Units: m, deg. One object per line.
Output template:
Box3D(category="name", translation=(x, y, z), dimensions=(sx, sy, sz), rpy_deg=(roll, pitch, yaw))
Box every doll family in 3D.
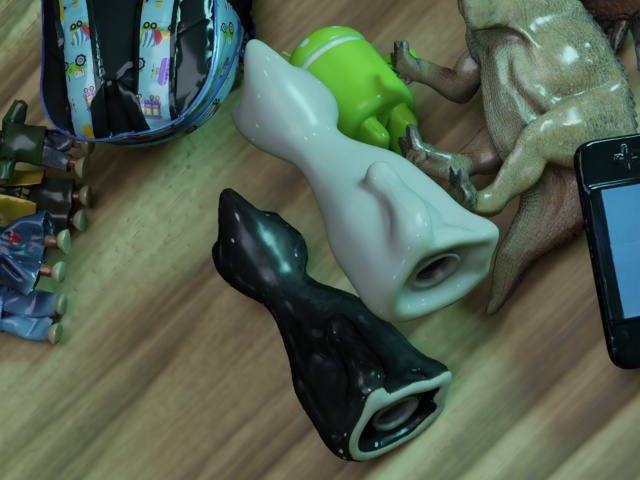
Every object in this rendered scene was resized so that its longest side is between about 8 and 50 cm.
Box3D(category="doll family", translation=(-0.237, -0.006, 1.089), dimensions=(0.111, 0.076, 0.193), rpy_deg=(9, 71, 3))

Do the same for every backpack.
Box3D(category="backpack", translation=(-0.125, -0.144, 1.069), dimensions=(0.158, 0.117, 0.173), rpy_deg=(-8, 70, 18))

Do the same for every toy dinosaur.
Box3D(category="toy dinosaur", translation=(0.161, -0.103, 0.956), dimensions=(0.200, 0.127, 0.295), rpy_deg=(-3, 87, -17))

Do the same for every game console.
Box3D(category="game console", translation=(0.234, -0.001, 0.879), dimensions=(0.124, 0.085, 0.144), rpy_deg=(-9, 88, -17))

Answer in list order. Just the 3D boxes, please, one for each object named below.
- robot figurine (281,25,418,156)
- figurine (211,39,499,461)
Box3D(category="robot figurine", translation=(0.021, -0.103, 1.028), dimensions=(0.101, 0.067, 0.115), rpy_deg=(-27, 62, -20))
Box3D(category="figurine", translation=(0.000, 0.000, 0.940), dimensions=(0.092, 0.215, 0.209), rpy_deg=(-22, 53, -31))
